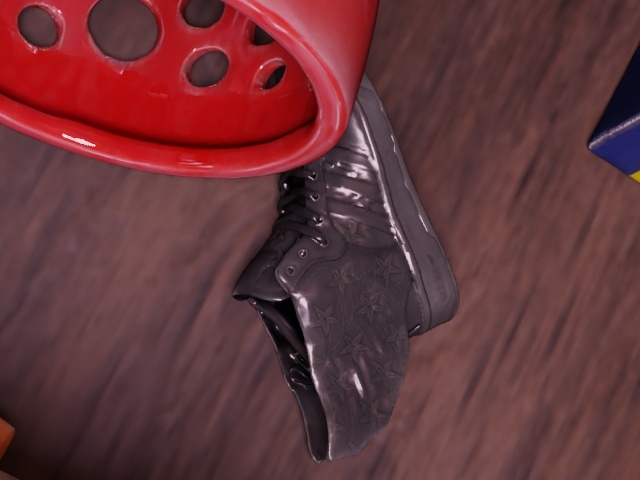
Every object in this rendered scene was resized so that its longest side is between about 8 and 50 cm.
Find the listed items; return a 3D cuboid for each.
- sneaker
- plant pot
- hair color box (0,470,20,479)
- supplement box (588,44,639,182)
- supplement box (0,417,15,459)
[{"bbox_3d":[-0.001,0.000,0.662,0.089,0.051,0.170,-26,91,-23],"label":"sneaker"},{"bbox_3d":[-0.061,-0.138,0.605,0.191,0.191,0.174,21,67,-11],"label":"plant pot"},{"bbox_3d":[-0.183,0.083,0.445,0.374,0.185,0.113,29,79,-9],"label":"hair color box"},{"bbox_3d":[0.339,-0.049,0.693,0.356,0.195,0.194,31,73,-9],"label":"supplement box"},{"bbox_3d":[-0.233,0.047,0.574,0.233,0.080,0.078,29,73,-7],"label":"supplement box"}]
